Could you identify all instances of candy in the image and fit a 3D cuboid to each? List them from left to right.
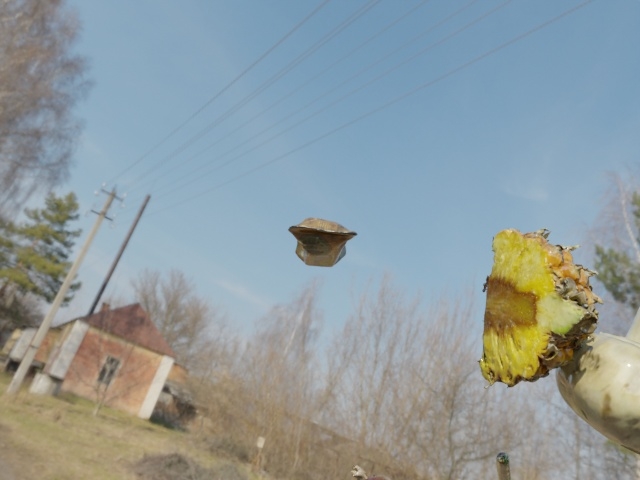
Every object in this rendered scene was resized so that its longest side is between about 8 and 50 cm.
[{"bbox_3d":[0.000,0.000,1.201,0.143,0.101,0.271,3,-9,-2],"label":"candy"}]

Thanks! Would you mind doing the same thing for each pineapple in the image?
[{"bbox_3d":[0.484,0.149,1.055,0.208,0.345,0.286,8,-3,-20],"label":"pineapple"}]

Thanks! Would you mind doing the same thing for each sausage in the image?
[{"bbox_3d":[0.468,0.592,1.366,0.032,0.033,0.269,9,-35,27],"label":"sausage"}]

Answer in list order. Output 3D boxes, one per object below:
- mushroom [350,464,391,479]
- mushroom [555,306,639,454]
[{"bbox_3d":[0.095,0.505,1.021,0.080,0.135,0.171,58,-1,-36],"label":"mushroom"},{"bbox_3d":[0.649,0.246,1.057,0.314,0.336,0.314,25,10,-5],"label":"mushroom"}]
